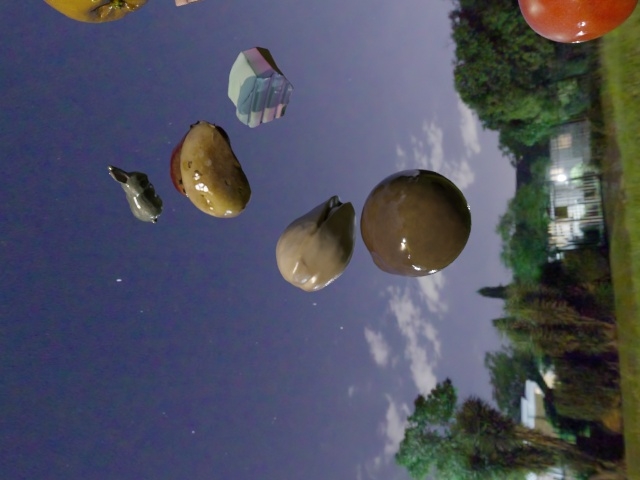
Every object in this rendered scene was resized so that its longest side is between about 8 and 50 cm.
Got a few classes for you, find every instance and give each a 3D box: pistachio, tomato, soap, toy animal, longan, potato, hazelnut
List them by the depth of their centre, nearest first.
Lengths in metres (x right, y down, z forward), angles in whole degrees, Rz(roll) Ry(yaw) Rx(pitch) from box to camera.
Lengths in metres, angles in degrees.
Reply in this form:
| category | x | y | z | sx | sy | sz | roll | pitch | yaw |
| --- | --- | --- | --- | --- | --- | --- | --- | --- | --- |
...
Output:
| category | x | y | z | sx | sy | sz | roll | pitch | yaw |
| --- | --- | --- | --- | --- | --- | --- | --- | --- | --- |
| tomato | 0.539 | -0.546 | 0.953 | 0.255 | 0.224 | 0.256 | -2 | -87 | -33 |
| longan | 0.208 | -0.035 | 1.036 | 0.258 | 0.258 | 0.258 | 10 | -102 | -55 |
| potato | -0.260 | -0.155 | 1.093 | 0.138 | 0.098 | 0.243 | -39 | -67 | -23 |
| hazelnut | -0.305 | -0.209 | 1.244 | 0.210 | 0.186 | 0.210 | -50 | -13 | -16 |
| pistachio | 0.000 | 0.000 | 1.312 | 0.332 | 0.207 | 0.226 | -50 | -22 | -40 |
| soap | -0.192 | -0.483 | 1.465 | 0.193 | 0.324 | 0.109 | -26 | -94 | -17 |
| toy animal | -0.597 | -0.163 | 1.512 | 0.108 | 0.138 | 0.236 | -27 | -30 | -16 |

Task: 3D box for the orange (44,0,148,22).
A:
| category | x | y | z | sx | sy | sz | roll | pitch | yaw |
| --- | --- | --- | --- | --- | --- | --- | --- | --- | --- |
| orange | -0.447 | -0.561 | 0.896 | 0.235 | 0.279 | 0.279 | 57 | -138 | -19 |

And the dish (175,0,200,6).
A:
| category | x | y | z | sx | sy | sz | roll | pitch | yaw |
| --- | --- | --- | --- | --- | --- | --- | --- | --- | --- |
| dish | -0.164 | -0.481 | 0.800 | 0.213 | 0.213 | 0.090 | -49 | -46 | -46 |
